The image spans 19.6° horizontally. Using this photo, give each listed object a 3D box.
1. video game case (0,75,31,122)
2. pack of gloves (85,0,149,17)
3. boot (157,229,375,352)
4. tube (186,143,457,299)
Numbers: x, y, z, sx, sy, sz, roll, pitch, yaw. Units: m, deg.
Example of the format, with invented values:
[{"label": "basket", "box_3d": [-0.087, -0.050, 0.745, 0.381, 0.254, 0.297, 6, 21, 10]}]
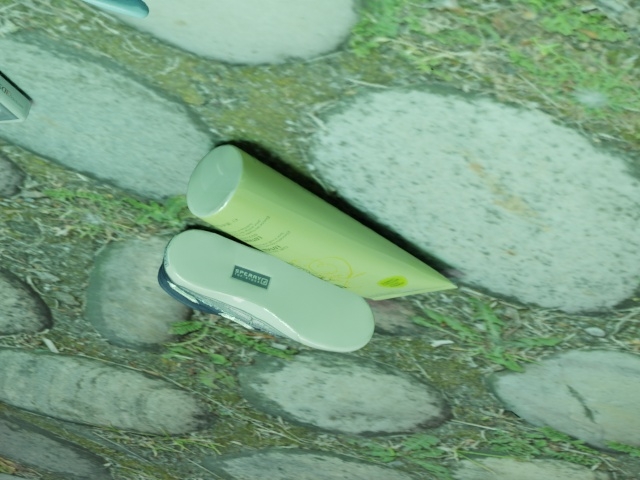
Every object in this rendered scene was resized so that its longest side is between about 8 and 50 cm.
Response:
[{"label": "video game case", "box_3d": [-0.341, -0.135, 1.397, 0.190, 0.022, 0.173, -1, 153, 31]}, {"label": "pack of gloves", "box_3d": [-0.175, -0.154, 1.086, 0.232, 0.046, 0.195, 5, -167, 1]}, {"label": "boot", "box_3d": [-0.048, 0.047, 1.594, 0.190, 0.069, 0.086, 25, 163, -5]}, {"label": "tube", "box_3d": [0.000, 0.000, 1.462, 0.240, 0.062, 0.070, 29, -167, -41]}]
